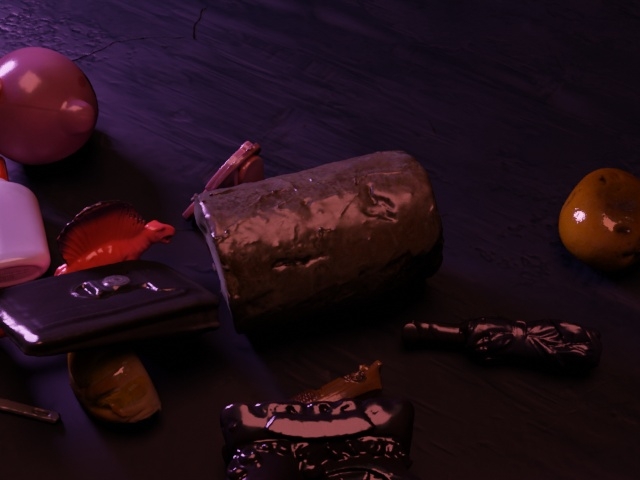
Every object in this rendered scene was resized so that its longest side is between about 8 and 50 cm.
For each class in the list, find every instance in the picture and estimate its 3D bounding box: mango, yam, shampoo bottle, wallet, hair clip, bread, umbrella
[{"bbox_3d":[0.397,-0.038,1.510,0.137,0.098,0.195,5,40,6],"label":"mango"},{"bbox_3d":[0.000,0.000,1.376,0.300,0.195,0.195,-12,48,-15],"label":"yam"},{"bbox_3d":[-0.427,-0.031,1.461,0.108,0.051,0.221,-12,48,-13],"label":"shampoo bottle"},{"bbox_3d":[-0.253,0.073,1.270,0.245,0.052,0.168,-8,27,-37],"label":"wallet"},{"bbox_3d":[-0.126,-0.082,1.481,0.102,0.138,0.123,24,55,25],"label":"hair clip"},{"bbox_3d":[-0.245,0.149,1.275,0.083,0.094,0.157,-20,55,-28],"label":"bread"},{"bbox_3d":[0.226,0.117,1.363,0.248,0.071,0.071,8,45,5],"label":"umbrella"}]

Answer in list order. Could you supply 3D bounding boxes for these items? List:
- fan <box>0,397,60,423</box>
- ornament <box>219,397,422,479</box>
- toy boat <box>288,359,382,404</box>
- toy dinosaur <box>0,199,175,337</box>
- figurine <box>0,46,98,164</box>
[{"bbox_3d":[-0.469,0.153,1.306,0.294,0.012,0.223,-9,46,-13],"label":"fan"},{"bbox_3d":[0.002,0.298,1.136,0.251,0.106,0.260,-3,45,-5],"label":"ornament"},{"bbox_3d":[0.016,0.184,1.290,0.149,0.047,0.049,-25,52,-26],"label":"toy boat"},{"bbox_3d":[-0.302,0.025,1.351,0.286,0.139,0.070,-25,54,-30],"label":"toy dinosaur"},{"bbox_3d":[-0.397,-0.188,1.542,0.173,0.173,0.173,2,45,-3],"label":"figurine"}]
